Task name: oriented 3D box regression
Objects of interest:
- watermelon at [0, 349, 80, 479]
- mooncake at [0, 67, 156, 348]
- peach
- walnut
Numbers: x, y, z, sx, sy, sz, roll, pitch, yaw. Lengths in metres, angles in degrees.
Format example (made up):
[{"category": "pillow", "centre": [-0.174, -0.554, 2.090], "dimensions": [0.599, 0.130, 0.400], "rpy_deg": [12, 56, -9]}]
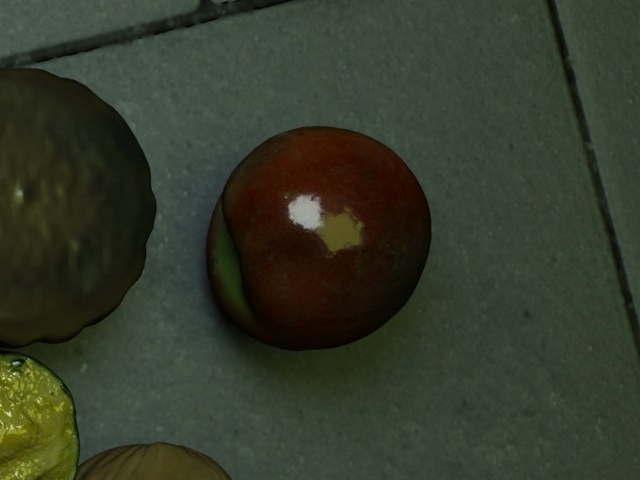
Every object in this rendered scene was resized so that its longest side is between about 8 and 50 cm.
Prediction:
[{"category": "watermelon", "centre": [-0.356, 0.210, 1.829], "dimensions": [0.232, 0.127, 0.204], "rpy_deg": [-37, 113, -22]}, {"category": "mooncake", "centre": [-0.317, -0.031, 1.857], "dimensions": [0.290, 0.161, 0.290], "rpy_deg": [3, 84, -33]}, {"category": "peach", "centre": [0.000, 0.000, 2.002], "dimensions": [0.252, 0.252, 0.252], "rpy_deg": [3, 84, -32]}, {"category": "walnut", "centre": [-0.178, 0.335, 1.890], "dimensions": [0.225, 0.225, 0.261], "rpy_deg": [21, 73, -29]}]
